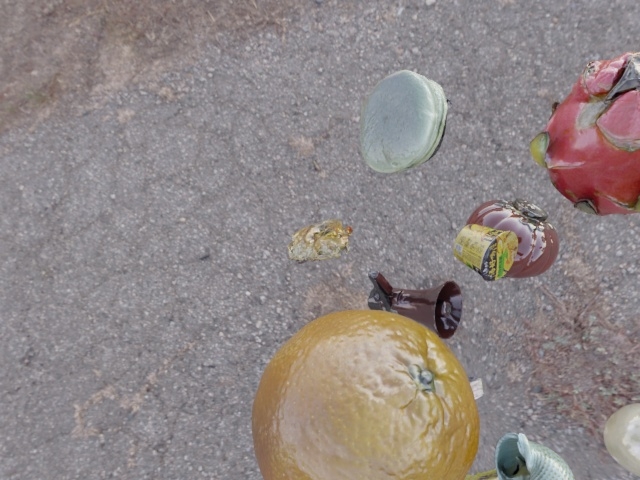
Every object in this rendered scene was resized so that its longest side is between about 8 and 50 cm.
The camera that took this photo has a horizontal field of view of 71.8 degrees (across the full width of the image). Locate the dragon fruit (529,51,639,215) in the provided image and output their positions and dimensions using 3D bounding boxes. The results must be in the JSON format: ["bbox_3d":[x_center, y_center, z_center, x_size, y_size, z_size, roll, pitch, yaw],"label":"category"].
[{"bbox_3d":[0.549,-0.198,0.826,0.305,0.225,0.306,-5,82,42],"label":"dragon fruit"}]

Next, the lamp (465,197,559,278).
[{"bbox_3d":[0.632,-0.005,1.474,0.303,0.303,0.257,37,121,27],"label":"lamp"}]

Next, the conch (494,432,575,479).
[{"bbox_3d":[0.234,0.253,0.480,0.076,0.056,0.085,-44,47,46],"label":"conch"}]

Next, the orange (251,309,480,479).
[{"bbox_3d":[0.050,0.203,0.514,0.264,0.264,0.264,-6,68,16],"label":"orange"}]

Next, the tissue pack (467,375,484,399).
[{"bbox_3d":[0.397,0.493,1.486,0.235,0.173,0.073,-11,85,58],"label":"tissue pack"}]

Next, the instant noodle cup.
[{"bbox_3d":[0.456,0.024,1.239,0.151,0.151,0.122,-50,42,-5],"label":"instant noodle cup"}]

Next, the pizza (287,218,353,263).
[{"bbox_3d":[0.000,0.001,1.202,0.189,0.297,0.071,-15,106,1],"label":"pizza"}]

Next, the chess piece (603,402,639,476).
[{"bbox_3d":[0.625,0.397,0.720,0.299,0.167,0.167,37,84,22],"label":"chess piece"}]

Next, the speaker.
[{"bbox_3d":[0.293,0.219,1.549,0.329,0.259,0.198,3,83,38],"label":"speaker"}]

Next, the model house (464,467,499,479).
[{"bbox_3d":[0.367,0.567,0.880,0.174,0.234,0.194,-24,62,23],"label":"model house"}]

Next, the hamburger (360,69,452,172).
[{"bbox_3d":[0.115,-0.164,0.619,0.133,0.062,0.140,-5,87,47],"label":"hamburger"}]
